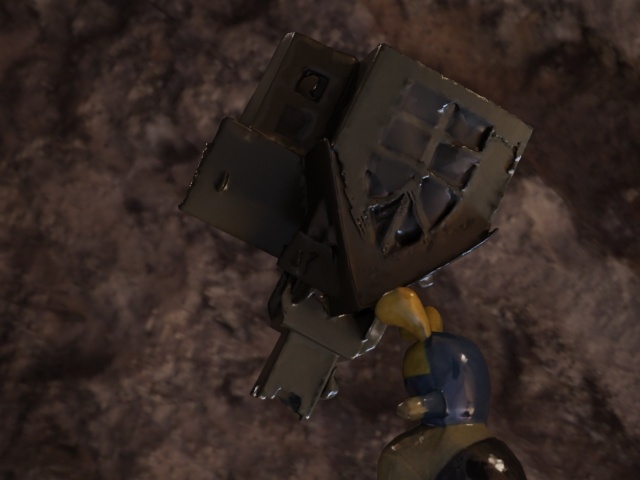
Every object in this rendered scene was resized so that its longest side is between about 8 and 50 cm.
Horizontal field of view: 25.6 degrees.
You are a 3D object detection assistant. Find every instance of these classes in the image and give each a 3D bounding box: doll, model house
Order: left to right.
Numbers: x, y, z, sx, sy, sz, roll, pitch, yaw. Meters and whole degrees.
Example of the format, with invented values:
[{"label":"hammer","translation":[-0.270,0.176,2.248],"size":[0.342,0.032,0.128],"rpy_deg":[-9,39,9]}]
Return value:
[{"label":"model house","translation":[0.000,0.000,1.007],"size":[0.204,0.211,0.243],"rpy_deg":[27,-101,-7]},{"label":"doll","translation":[0.071,0.122,0.858],"size":[0.089,0.102,0.179],"rpy_deg":[-25,-115,13]}]
